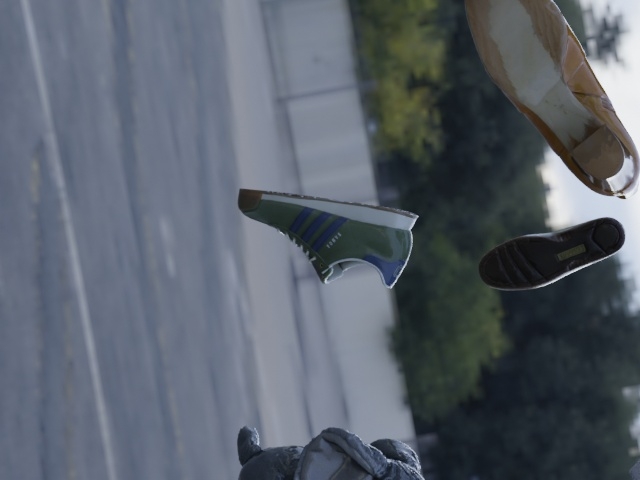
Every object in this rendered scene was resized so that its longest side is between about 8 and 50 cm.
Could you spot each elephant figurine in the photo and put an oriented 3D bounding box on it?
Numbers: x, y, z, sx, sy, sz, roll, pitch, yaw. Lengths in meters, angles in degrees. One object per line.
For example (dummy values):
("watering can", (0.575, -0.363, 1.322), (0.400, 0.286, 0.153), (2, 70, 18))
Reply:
("elephant figurine", (0.041, 0.263, 1.791), (0.186, 0.239, 0.169), (60, 20, -15))

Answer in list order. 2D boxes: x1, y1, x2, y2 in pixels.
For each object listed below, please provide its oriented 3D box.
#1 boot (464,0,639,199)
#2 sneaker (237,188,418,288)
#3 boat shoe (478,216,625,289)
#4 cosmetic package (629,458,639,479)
("boot", (0.268, -0.173, 2.030), (0.295, 0.104, 0.211), (58, 8, 9))
("sneaker", (0.000, 0.000, 1.779), (0.064, 0.192, 0.086), (2, 96, -70))
("boat shoe", (0.294, 0.019, 2.234), (0.072, 0.190, 0.068), (-22, 98, -81))
("cosmetic package", (0.505, 0.169, 1.731), (0.197, 0.365, 0.155), (25, 22, -31))
